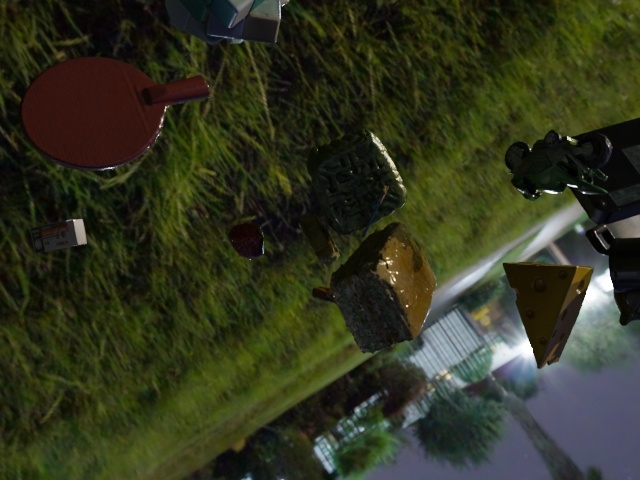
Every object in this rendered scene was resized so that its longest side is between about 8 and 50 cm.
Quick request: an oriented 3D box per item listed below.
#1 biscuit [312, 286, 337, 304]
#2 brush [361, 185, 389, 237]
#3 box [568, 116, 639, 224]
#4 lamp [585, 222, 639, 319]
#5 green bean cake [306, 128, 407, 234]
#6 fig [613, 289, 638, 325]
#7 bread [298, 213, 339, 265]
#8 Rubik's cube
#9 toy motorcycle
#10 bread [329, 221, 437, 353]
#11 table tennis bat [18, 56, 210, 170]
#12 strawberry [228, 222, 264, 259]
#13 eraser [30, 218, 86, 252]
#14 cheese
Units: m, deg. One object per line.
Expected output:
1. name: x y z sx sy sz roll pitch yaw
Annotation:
1. biscuit: 0.098 0.159 1.628 0.180 0.236 0.039 16 90 -81
2. brush: 0.136 -0.069 1.585 0.051 0.014 0.164 -54 169 -53
3. box: 0.697 -0.167 1.323 0.350 0.211 0.058 -17 148 -5
4. lamp: 0.590 0.049 1.060 0.227 0.172 0.147 -6 -172 41
5. green bean cake: 0.089 -0.160 1.646 0.222 0.248 0.125 -28 -167 -4
6. fig: 0.651 0.117 1.284 0.154 0.103 0.109 -43 -154 -19
7. bread: 0.000 0.000 1.693 0.064 0.156 0.117 -33 141 0
8. Rubik's cube: -0.149 -0.442 1.040 0.224 0.265 0.213 -45 -173 -21
9. toy motorcycle: 0.375 -0.117 1.006 0.074 0.106 0.190 10 176 -36
10. bread: 0.102 0.061 0.927 0.102 0.138 0.196 -20 -168 31
11. table tennis bat: -0.449 -0.299 1.386 0.414 0.268 0.051 -20 170 -22
12. strawberry: -0.195 0.001 1.646 0.106 0.106 0.106 -32 171 -6
13. eraser: -0.510 -0.009 1.210 0.122 0.052 0.029 -8 -175 27
14. cheese: 0.378 0.124 1.041 0.126 0.171 0.093 1 180 37
